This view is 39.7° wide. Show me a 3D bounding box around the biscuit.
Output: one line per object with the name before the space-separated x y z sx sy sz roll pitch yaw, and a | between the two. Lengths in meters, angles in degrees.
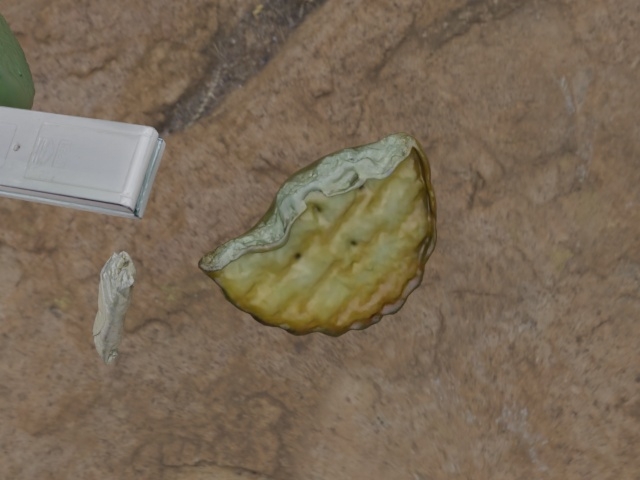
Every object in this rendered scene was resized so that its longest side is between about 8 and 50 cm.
biscuit | 0.000 0.000 1.212 0.335 0.329 0.078 -3 33 -18

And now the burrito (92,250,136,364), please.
burrito | -0.395 0.135 1.683 0.059 0.275 0.082 -4 50 -26

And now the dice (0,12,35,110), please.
dice | -0.621 -0.253 1.243 0.330 0.318 0.322 -30 33 1

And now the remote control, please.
remote control | -0.329 -0.097 1.057 0.277 0.055 0.103 9 72 15
